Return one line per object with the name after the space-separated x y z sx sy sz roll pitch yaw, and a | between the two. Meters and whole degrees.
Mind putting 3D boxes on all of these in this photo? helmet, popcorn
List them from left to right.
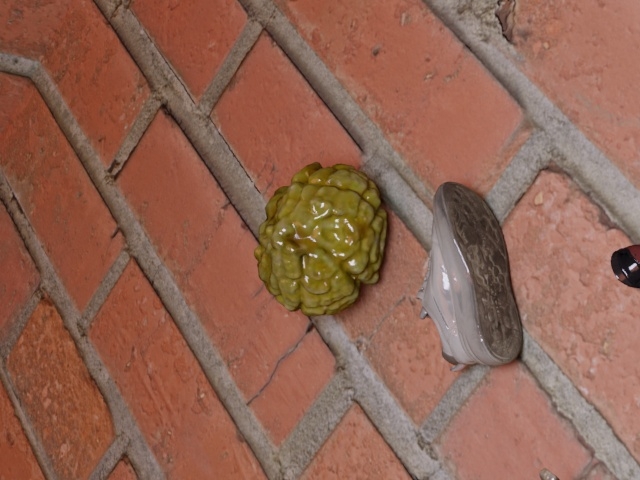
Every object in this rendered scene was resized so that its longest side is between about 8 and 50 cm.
0.000 0.000 2.462 0.258 0.224 0.270 -84 18 -45 | popcorn
0.470 0.033 2.070 0.065 0.049 0.084 65 164 -9 | helmet

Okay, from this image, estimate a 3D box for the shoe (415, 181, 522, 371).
0.219 0.073 2.286 0.159 0.124 0.316 -36 57 44 | shoe

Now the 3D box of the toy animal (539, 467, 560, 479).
0.318 0.421 2.027 0.121 0.233 0.169 39 102 38 | toy animal
